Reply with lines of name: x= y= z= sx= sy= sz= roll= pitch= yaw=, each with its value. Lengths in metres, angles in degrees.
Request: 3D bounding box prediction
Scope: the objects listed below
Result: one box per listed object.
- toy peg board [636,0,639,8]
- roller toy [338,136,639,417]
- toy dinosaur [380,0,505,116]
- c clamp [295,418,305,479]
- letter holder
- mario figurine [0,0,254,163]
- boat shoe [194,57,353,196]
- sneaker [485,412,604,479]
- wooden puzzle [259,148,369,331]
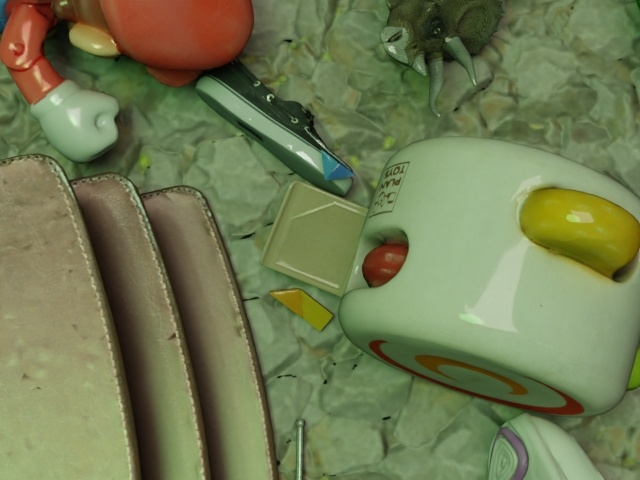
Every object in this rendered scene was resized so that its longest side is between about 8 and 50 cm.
toy peg board: x=0.321 y=-0.153 z=0.883 sx=0.161 sy=0.079 sz=0.160 roll=-17 pitch=93 yaw=-3
roller toy: x=0.117 y=0.020 z=0.772 sx=0.191 sy=0.209 sz=0.146 roll=12 pitch=75 yaw=25
toy dinosaur: x=0.118 y=-0.247 z=0.894 sx=0.160 sy=0.121 sz=0.313 roll=41 pitch=76 yaw=-3
c clamp: x=0.048 y=0.197 z=0.799 sx=0.161 sy=0.022 sz=0.137 roll=3 pitch=84 yaw=23
letter holder: x=-0.145 y=0.103 z=0.782 sx=0.214 sy=0.152 sz=0.302 roll=-12 pitch=77 yaw=-4
mario figurine: x=-0.200 y=-0.176 z=0.883 sx=0.321 sy=0.170 sz=0.198 roll=13 pitch=112 yaw=14
boat shoe: x=-0.028 y=-0.087 z=0.876 sx=0.142 sy=0.049 sz=0.040 roll=37 pitch=79 yaw=11
sneaker: x=0.215 y=0.248 z=0.781 sx=0.152 sy=0.114 sz=0.305 roll=-17 pitch=70 yaw=-31
wooden puzzle: x=0.000 y=0.000 z=0.851 sx=0.078 sy=0.014 sz=0.116 roll=28 pitch=100 yaw=-7
